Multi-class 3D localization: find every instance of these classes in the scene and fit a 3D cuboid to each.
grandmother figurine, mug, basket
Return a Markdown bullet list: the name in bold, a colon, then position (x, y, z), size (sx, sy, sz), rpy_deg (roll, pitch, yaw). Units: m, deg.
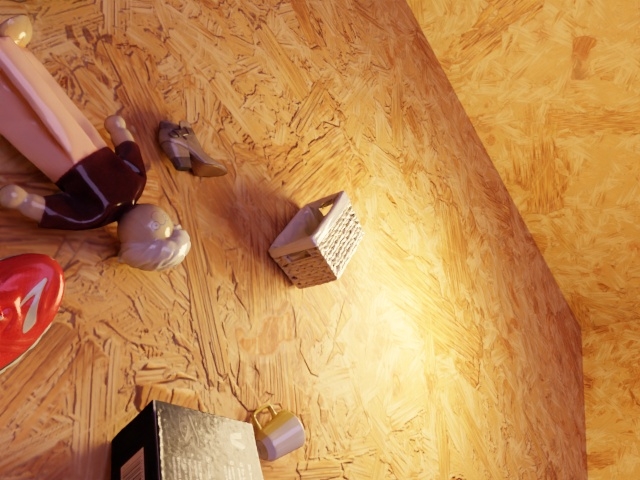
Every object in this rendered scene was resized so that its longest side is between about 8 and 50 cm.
- **grandmother figurine**: position (-0.295, -0.093, 0.597), size (0.342, 0.104, 0.208), rpy_deg (52, 50, -19)
- **mug**: position (-0.073, 0.301, 0.743), size (0.064, 0.078, 0.062), rpy_deg (-20, 123, -44)
- **basket**: position (0.000, 0.000, 0.910), size (0.103, 0.113, 0.167), rpy_deg (57, 40, -21)

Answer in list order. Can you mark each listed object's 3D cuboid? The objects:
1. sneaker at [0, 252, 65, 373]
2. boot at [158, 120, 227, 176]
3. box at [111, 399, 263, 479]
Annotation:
- **sneaker**: position (-0.338, 0.103, 0.437), size (0.107, 0.118, 0.279), rpy_deg (58, 39, -17)
- **boot**: position (-0.207, -0.150, 0.781), size (0.118, 0.042, 0.087), rpy_deg (2, 65, -58)
- **box**: position (-0.150, 0.291, 0.561), size (0.158, 0.093, 0.156), rpy_deg (33, 21, -38)
